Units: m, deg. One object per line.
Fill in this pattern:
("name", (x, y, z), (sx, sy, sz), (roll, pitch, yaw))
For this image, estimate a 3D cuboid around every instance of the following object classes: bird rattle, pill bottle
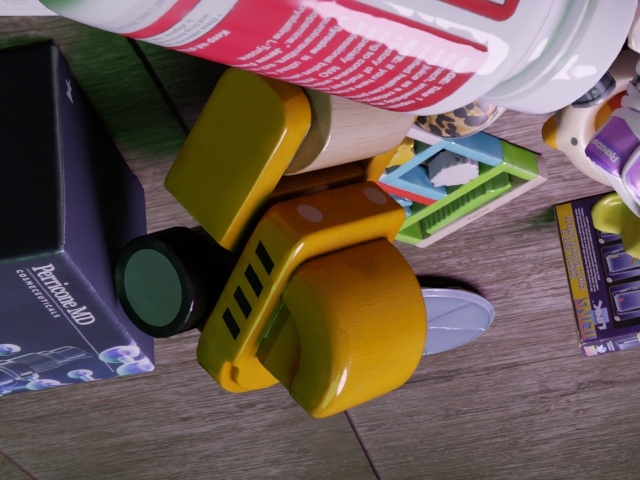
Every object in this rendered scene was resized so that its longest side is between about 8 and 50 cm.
("bird rattle", (0.333, -0.105, 1.537), (0.207, 0.143, 0.253), (25, 140, -22))
("pill bottle", (0.018, -0.215, 1.099), (0.407, 0.229, 0.229), (13, 148, -35))

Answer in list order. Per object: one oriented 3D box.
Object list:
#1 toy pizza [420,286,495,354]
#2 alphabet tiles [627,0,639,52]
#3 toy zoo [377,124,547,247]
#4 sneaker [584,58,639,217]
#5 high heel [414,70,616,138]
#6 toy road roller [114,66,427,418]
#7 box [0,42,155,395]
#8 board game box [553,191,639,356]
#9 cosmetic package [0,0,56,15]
("toy pizza", (0.116, 0.095, 1.996), (0.201, 0.032, 0.201), (-4, 154, -2))
("alphabet tiles", (0.371, -0.190, 1.283), (0.278, 0.021, 0.284), (18, 108, -40))
("toy zoo", (0.065, -0.071, 1.640), (0.293, 0.030, 0.192), (16, 147, -38))
("sneaker", (0.298, -0.130, 1.363), (0.161, 0.102, 0.282), (-26, 130, -12))
("high heel", (0.119, -0.186, 1.406), (0.261, 0.093, 0.186), (-6, 130, 52))
("toy road roller", (0.000, 0.000, 1.403), (0.202, 0.240, 0.329), (-17, 143, -51))
("box", (-0.383, 0.010, 1.490), (0.395, 0.212, 0.293), (-11, 154, 6))
("board game box", (0.340, 0.031, 1.757), (0.141, 0.170, 0.048), (-13, 155, 14))
("cosmetic package", (-0.271, -0.220, 1.212), (0.239, 0.060, 0.099), (-1, 152, -10))
